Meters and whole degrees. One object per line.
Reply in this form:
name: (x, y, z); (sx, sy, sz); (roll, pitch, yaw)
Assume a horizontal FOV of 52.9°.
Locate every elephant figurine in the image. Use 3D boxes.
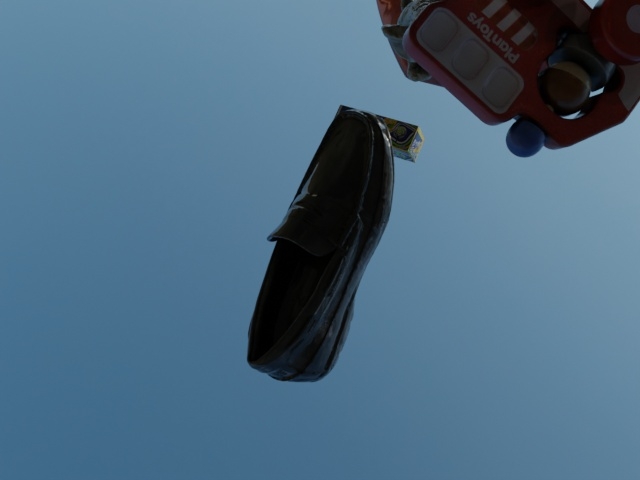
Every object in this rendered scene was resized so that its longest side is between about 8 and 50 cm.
elephant figurine: (0.196, -0.363, 1.109); (0.186, 0.239, 0.169); (12, -80, 15)

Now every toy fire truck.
toy fire truck: (0.286, -0.250, 0.859); (0.302, 0.169, 0.254); (41, -98, -9)

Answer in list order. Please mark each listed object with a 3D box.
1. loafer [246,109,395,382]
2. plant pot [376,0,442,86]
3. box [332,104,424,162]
loafer: (0.000, 0.000, 0.499); (0.076, 0.078, 0.223); (13, -96, 40)
plant pot: (0.308, -0.505, 1.496); (0.267, 0.267, 0.236); (7, -107, -26)
box: (0.106, -0.203, 1.215); (0.169, 0.059, 0.054); (21, -97, 26)
